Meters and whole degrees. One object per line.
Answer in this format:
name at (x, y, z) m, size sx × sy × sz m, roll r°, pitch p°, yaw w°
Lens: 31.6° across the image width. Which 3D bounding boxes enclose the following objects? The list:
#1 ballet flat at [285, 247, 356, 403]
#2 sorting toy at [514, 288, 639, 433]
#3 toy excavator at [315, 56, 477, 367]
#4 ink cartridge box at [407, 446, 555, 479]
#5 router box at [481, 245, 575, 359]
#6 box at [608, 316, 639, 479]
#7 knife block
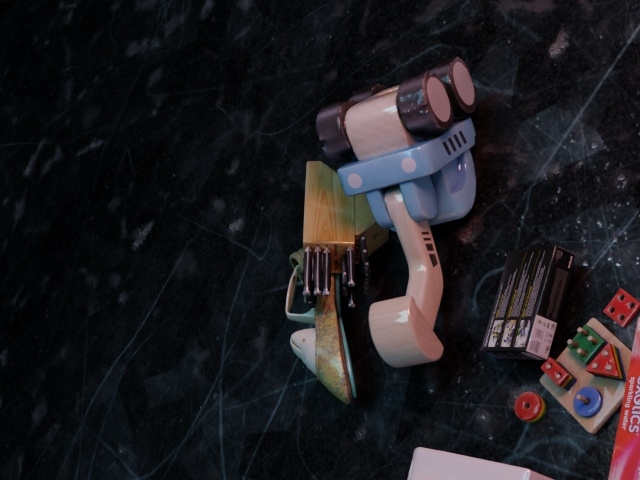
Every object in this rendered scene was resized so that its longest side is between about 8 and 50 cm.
ballet flat at (-0.005, 0.154, 2.092) m, size 0.123 × 0.123 × 0.349 m, roll -32°, pitch 46°, yaw 29°
sorting toy at (0.412, 0.193, 1.715) m, size 0.274 × 0.046 × 0.132 m, roll -51°, pitch 42°, yaw 10°
toy excavator at (0.166, -0.054, 1.967) m, size 0.222 × 0.433 × 0.445 m, roll -16°, pitch 101°, yaw 30°
ink cartridge box at (0.260, 0.424, 1.570) m, size 0.198 × 0.270 × 0.197 m, roll 2°, pitch 70°, yaw 46°
router box at (0.333, 0.101, 1.816) m, size 0.133 × 0.046 × 0.179 m, roll -10°, pitch 60°, yaw 65°
box at (0.495, 0.243, 1.546) m, size 0.128 × 0.122 × 0.257 m, roll 0°, pitch 69°, yaw 44°
knife block at (0.000, 0.000, 2.087) m, size 0.242 × 0.088 × 0.275 m, roll -35°, pitch 57°, yaw -27°
